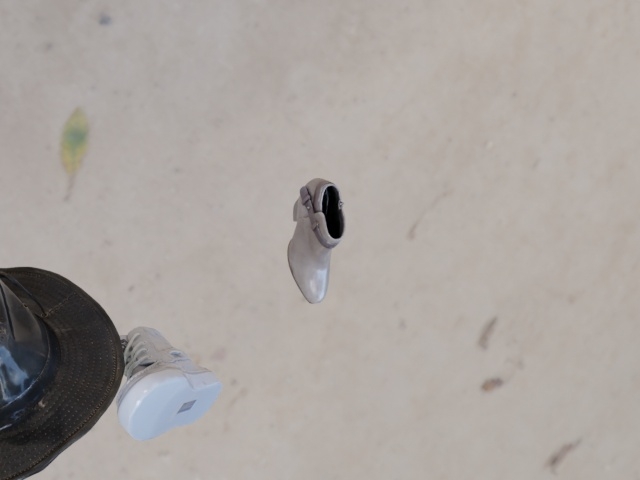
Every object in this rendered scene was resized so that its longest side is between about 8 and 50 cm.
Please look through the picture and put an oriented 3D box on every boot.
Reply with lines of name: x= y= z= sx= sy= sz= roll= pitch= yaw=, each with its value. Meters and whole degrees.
boot: x=-0.214 y=0.165 z=1.586 sx=0.095 sy=0.123 sz=0.258 roll=-54 pitch=166 yaw=2
boot: x=0.000 y=0.000 z=1.260 sx=0.042 sy=0.087 sz=0.118 roll=-10 pitch=88 yaw=-22

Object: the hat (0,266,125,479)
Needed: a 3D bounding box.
hat: x=-0.383 y=0.110 z=1.445 sx=0.331 sy=0.331 sz=0.134 roll=-36 pitch=141 yaw=-26
